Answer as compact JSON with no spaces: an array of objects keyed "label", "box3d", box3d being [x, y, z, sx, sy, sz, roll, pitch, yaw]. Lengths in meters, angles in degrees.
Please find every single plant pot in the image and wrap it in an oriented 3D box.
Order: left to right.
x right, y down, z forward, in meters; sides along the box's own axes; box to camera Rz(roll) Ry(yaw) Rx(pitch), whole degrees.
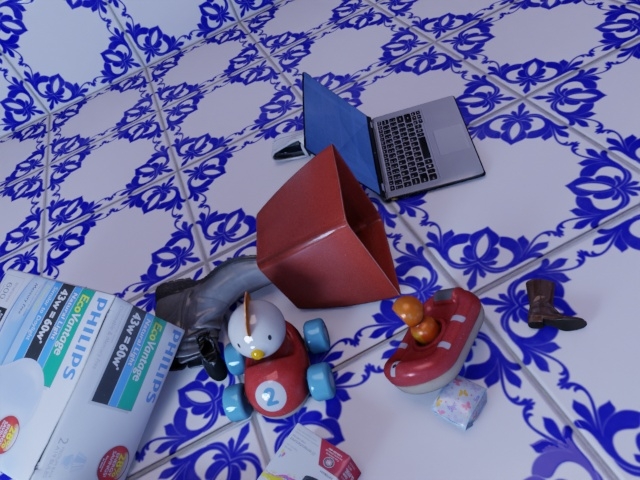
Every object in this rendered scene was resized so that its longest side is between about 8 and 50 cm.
[{"label":"plant pot","box3d":[0.000,0.000,1.199,0.235,0.267,0.267,-25,41,16]}]

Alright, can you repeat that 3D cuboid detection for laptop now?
[{"label":"laptop","box3d":[0.182,-0.319,1.433,0.407,0.236,0.382,-14,44,11]}]

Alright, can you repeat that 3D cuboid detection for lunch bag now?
[{"label":"lunch bag","box3d":[0.243,0.288,0.943,0.071,0.053,0.083,19,48,35]}]

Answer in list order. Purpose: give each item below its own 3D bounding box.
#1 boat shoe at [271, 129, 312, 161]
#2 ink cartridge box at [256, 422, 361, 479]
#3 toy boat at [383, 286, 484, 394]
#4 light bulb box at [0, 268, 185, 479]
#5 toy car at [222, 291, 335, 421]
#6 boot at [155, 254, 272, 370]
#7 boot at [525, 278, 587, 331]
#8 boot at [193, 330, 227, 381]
[{"label":"boat shoe","box3d":[-0.031,-0.288,1.614,0.257,0.095,0.084,-13,47,27]},{"label":"ink cartridge box","box3d":[-0.034,0.427,0.914,0.127,0.072,0.175,19,58,36]},{"label":"toy boat","box3d":[0.189,0.163,0.991,0.151,0.151,0.231,-21,29,56]},{"label":"light bulb box","box3d":[-0.541,0.282,1.114,0.360,0.225,0.358,7,68,30]},{"label":"toy car","box3d":[-0.112,0.207,1.043,0.219,0.238,0.210,-16,43,9]},{"label":"boot","box3d":[-0.239,0.178,1.243,0.337,0.118,0.223,-21,49,14]},{"label":"boot","box3d":[0.452,0.118,1.032,0.106,0.037,0.114,0,44,21]},{"label":"boot","box3d":[-0.226,0.243,1.112,0.045,0.121,0.099,-24,1,-17]}]
